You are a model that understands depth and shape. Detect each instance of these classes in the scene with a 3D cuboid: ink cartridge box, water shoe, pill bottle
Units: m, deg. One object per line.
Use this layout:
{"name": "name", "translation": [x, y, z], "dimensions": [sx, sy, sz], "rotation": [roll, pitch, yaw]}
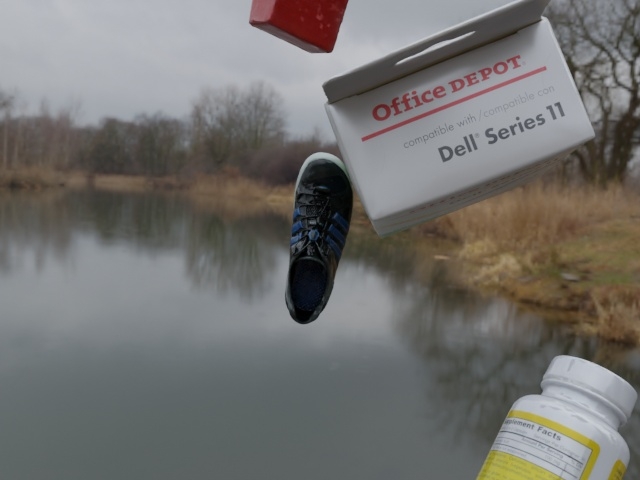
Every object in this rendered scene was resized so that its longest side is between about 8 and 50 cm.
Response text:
{"name": "ink cartridge box", "translation": [0.126, -0.097, 0.739], "dimensions": [0.207, 0.119, 0.353], "rotation": [-21, -5, 5]}
{"name": "water shoe", "translation": [0.000, 0.000, 0.898], "dimensions": [0.073, 0.203, 0.080], "rotation": [5, 13, -1]}
{"name": "pill bottle", "translation": [0.119, 0.121, 0.396], "dimensions": [0.065, 0.116, 0.065], "rotation": [29, -17, 10]}

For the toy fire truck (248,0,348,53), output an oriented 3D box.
{"name": "toy fire truck", "translation": [0.034, -0.200, 0.400], "dimensions": [0.047, 0.191, 0.135], "rotation": [17, -3, -33]}
